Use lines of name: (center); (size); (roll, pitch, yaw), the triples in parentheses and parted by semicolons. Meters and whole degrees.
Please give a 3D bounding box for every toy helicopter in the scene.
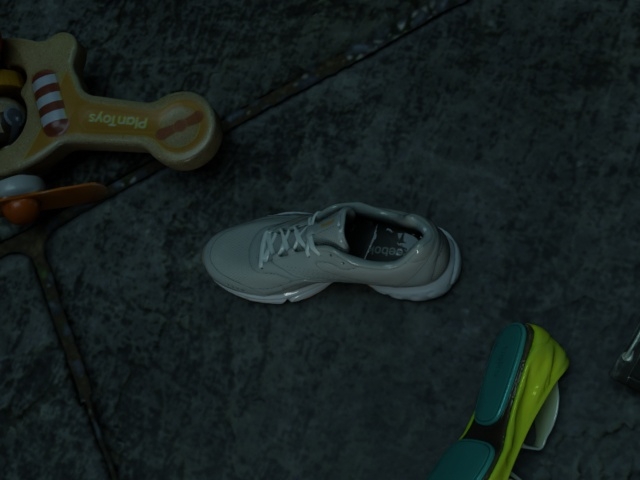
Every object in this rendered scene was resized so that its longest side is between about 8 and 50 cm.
toy helicopter: (-0.280, -0.115, 1.134); (0.355, 0.140, 0.235); (7, 74, 16)

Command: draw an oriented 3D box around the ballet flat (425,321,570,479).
ballet flat: (0.160, 0.184, 0.923); (0.077, 0.077, 0.231); (34, 74, -21)

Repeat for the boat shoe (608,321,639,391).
boat shoe: (0.325, 0.035, 0.926); (0.070, 0.078, 0.219); (23, 80, 22)

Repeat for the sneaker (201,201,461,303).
sneaker: (0.000, 0.000, 1.012); (0.262, 0.121, 0.099); (-3, 69, 16)
